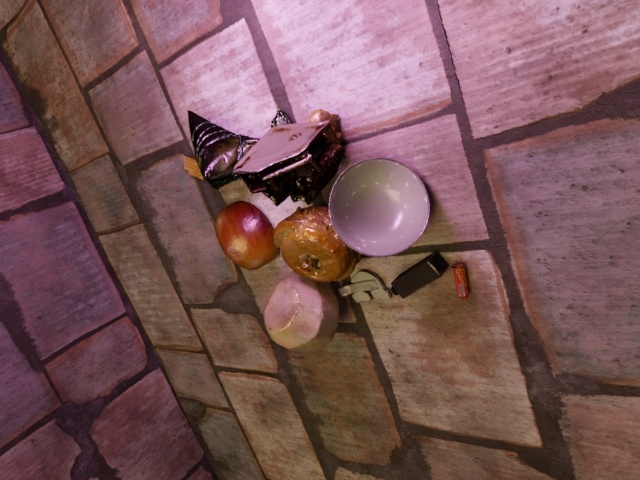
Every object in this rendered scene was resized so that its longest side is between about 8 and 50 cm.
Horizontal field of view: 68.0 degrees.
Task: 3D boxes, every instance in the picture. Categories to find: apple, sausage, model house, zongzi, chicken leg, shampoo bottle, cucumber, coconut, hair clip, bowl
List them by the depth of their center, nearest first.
[{"bbox_3d":[0.195,-0.100,1.639,0.337,0.337,0.157,47,175,7],"label":"bowl"},{"bbox_3d":[0.491,0.149,1.658,0.048,0.050,0.145,5,119,42],"label":"sausage"},{"bbox_3d":[-0.078,-0.231,1.675,0.297,0.317,0.282,25,159,43],"label":"model house"},{"bbox_3d":[0.034,-0.382,1.704,0.085,0.101,0.207,-3,133,44],"label":"chicken leg"},{"bbox_3d":[0.350,0.136,1.741,0.079,0.080,0.246,52,135,4],"label":"shampoo bottle"},{"bbox_3d":[-0.121,-0.328,1.843,0.096,0.096,0.360,-4,112,40],"label":"cucumber"},{"bbox_3d":[0.175,0.192,1.939,0.220,0.054,0.140,-16,99,40],"label":"hair clip"},{"bbox_3d":[-0.442,-0.401,1.985,0.383,0.319,0.362,-2,116,59],"label":"zongzi"},{"bbox_3d":[-0.073,0.299,2.025,0.352,0.352,0.353,19,125,30],"label":"coconut"},{"bbox_3d":[-0.345,-0.031,2.179,0.346,0.254,0.179,52,177,4],"label":"apple"}]

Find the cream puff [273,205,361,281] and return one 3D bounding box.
[{"bbox_3d":[0.000,0.000,1.823,0.342,0.231,0.327,26,145,4],"label":"cream puff"}]

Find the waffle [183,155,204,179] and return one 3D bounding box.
[{"bbox_3d":[-0.606,-0.349,2.277,0.135,0.021,0.092,23,127,28],"label":"waffle"}]
